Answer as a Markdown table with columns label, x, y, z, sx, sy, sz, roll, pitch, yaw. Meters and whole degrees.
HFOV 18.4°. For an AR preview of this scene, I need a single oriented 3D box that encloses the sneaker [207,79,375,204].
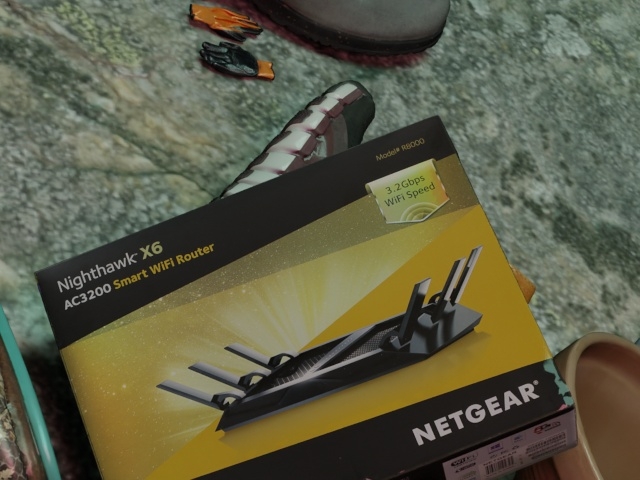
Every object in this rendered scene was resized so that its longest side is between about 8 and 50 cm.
| label | x | y | z | sx | sy | sz | roll | pitch | yaw |
| --- | --- | --- | --- | --- | --- | --- | --- | --- | --- |
| sneaker | 0.000 | 0.000 | 1.577 | 0.162 | 0.106 | 0.281 | 41 | 51 | 2 |

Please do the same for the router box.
| label | x | y | z | sx | sy | sz | roll | pitch | yaw |
| --- | --- | --- | --- | --- | --- | --- | --- | --- | --- |
| router box | -0.012 | 0.080 | 1.350 | 0.308 | 0.081 | 0.243 | -22 | 62 | -3 |

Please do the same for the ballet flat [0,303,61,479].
| label | x | y | z | sx | sy | sz | roll | pitch | yaw |
| --- | --- | --- | --- | --- | --- | --- | --- | --- | --- |
| ballet flat | -0.292 | 0.010 | 1.343 | 0.182 | 0.164 | 0.483 | -10 | 53 | -8 |

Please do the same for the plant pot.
| label | x | y | z | sx | sy | sz | roll | pitch | yaw |
| --- | --- | --- | --- | --- | --- | --- | --- | --- | --- |
| plant pot | 0.220 | 0.195 | 1.475 | 0.237 | 0.109 | 0.237 | 37 | 34 | -30 |

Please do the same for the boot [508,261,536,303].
| label | x | y | z | sx | sy | sz | roll | pitch | yaw |
| --- | --- | --- | --- | --- | --- | --- | --- | --- | --- |
| boot | 0.090 | 0.115 | 1.421 | 0.295 | 0.104 | 0.211 | 42 | 82 | 12 |

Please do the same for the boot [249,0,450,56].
| label | x | y | z | sx | sy | sz | roll | pitch | yaw |
| --- | --- | --- | --- | --- | --- | --- | --- | --- | --- |
| boot | 0.001 | -0.304 | 1.768 | 0.338 | 0.223 | 0.118 | 14 | 37 | -22 |

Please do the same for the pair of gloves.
| label | x | y | z | sx | sy | sz | roll | pitch | yaw |
| --- | --- | --- | --- | --- | --- | --- | --- | --- | --- |
| pair of gloves | -0.079 | -0.176 | 1.759 | 0.074 | 0.010 | 0.083 | 10 | 46 | -28 |

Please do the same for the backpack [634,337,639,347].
| label | x | y | z | sx | sy | sz | roll | pitch | yaw |
| --- | --- | --- | --- | --- | --- | --- | --- | --- | --- |
| backpack | 0.329 | 0.107 | 1.680 | 0.105 | 0.084 | 0.114 | 8 | 43 | -30 |
